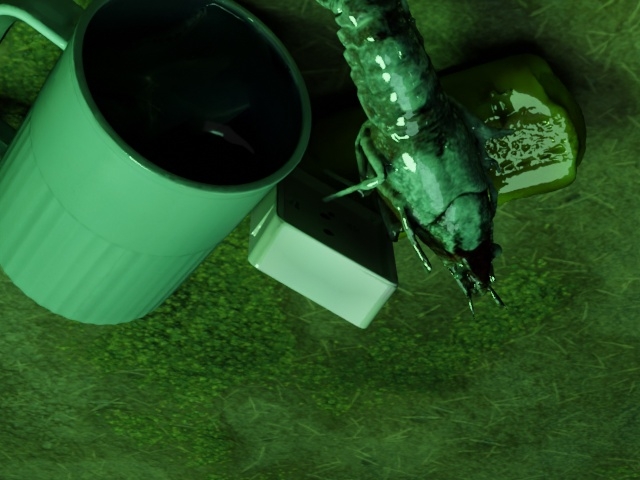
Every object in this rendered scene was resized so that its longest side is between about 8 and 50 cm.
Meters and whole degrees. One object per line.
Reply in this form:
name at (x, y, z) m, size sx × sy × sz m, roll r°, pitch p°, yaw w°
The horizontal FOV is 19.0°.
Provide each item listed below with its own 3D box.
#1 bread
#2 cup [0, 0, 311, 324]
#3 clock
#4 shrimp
bread at (0.104, -0.094, 2.122) m, size 0.384 × 0.112 × 0.166 m, roll -19°, pitch 118°, yaw 18°
cup at (-0.225, -0.089, 2.006) m, size 0.331 × 0.256 × 0.311 m, roll 13°, pitch 144°, yaw -24°
clock at (0.000, 0.000, 2.006) m, size 0.150 × 0.197 × 0.063 m, roll 30°, pitch 107°, yaw -12°
shrimp at (0.093, -0.104, 1.964) m, size 0.221 × 0.166 × 0.410 m, roll -27°, pitch 125°, yaw -10°
